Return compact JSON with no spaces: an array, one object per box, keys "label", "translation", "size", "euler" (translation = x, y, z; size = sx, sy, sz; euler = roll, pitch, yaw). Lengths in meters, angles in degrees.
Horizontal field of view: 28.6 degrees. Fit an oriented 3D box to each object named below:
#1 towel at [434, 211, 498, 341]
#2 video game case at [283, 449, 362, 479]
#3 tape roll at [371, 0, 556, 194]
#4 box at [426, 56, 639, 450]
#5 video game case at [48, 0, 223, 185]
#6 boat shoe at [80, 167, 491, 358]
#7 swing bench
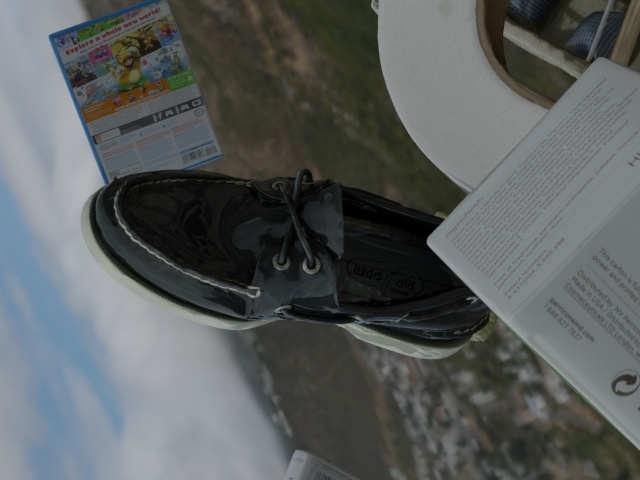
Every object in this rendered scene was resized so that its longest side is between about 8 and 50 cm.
[{"label":"towel","translation":[0.145,0.037,1.337],"size":[0.148,0.110,0.027],"euler":[29,173,41]},{"label":"video game case","translation":[0.013,0.234,0.836],"size":[0.019,0.143,0.157],"euler":[3,154,47]},{"label":"tape roll","translation":[0.236,-0.193,1.049],"size":[0.392,0.392,0.072],"euler":[64,-165,23]},{"label":"box","translation":[0.116,0.007,0.459],"size":[0.101,0.102,0.087],"euler":[42,-175,-23]},{"label":"video game case","translation":[-0.177,-0.139,1.213],"size":[0.015,0.119,0.166],"euler":[-141,31,-75]},{"label":"boat shoe","translation":[0.001,0.004,0.915],"size":[0.113,0.340,0.127],"euler":[-42,38,44]},{"label":"swing bench","translation":[0.253,-0.275,1.257],"size":[0.253,0.165,0.255],"euler":[39,142,41]}]
